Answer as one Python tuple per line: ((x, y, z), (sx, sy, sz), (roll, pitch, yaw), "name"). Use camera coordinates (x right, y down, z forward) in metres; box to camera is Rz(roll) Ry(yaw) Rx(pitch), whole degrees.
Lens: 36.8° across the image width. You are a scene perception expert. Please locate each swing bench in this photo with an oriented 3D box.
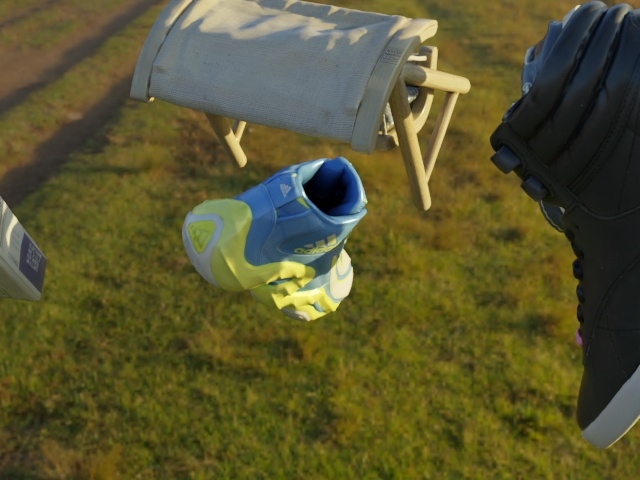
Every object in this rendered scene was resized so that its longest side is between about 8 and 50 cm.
((-0.009, -0.158, 0.985), (0.253, 0.165, 0.255), (16, -6, 21), "swing bench")

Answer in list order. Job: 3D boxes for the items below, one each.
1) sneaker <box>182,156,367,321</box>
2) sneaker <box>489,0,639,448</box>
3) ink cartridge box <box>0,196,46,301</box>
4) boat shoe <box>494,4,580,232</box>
((0.000, 0.000, 0.767), (0.126, 0.091, 0.240), (-29, -16, 19), "sneaker")
((0.167, -0.010, 0.568), (0.147, 0.295, 0.104), (26, 41, 21), "sneaker")
((-0.328, -0.009, 0.684), (0.224, 0.045, 0.223), (6, -15, -4), "ink cartridge box")
((0.203, -0.097, 0.810), (0.079, 0.095, 0.254), (-34, 36, 41), "boat shoe")
